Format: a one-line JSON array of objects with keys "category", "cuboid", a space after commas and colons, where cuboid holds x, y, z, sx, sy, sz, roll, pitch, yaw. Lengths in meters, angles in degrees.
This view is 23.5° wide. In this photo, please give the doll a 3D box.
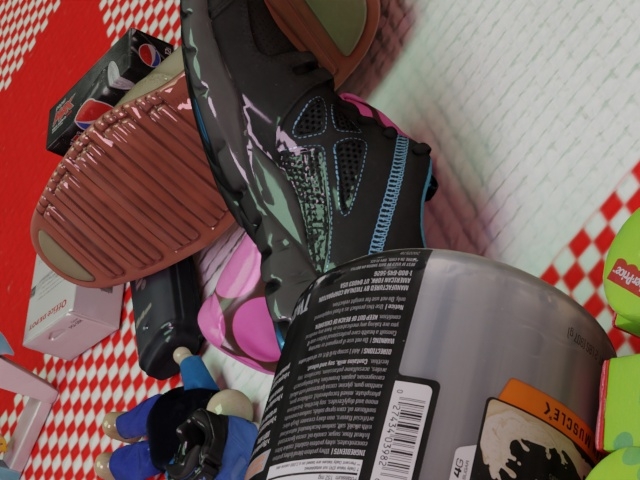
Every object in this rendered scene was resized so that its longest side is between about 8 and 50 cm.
[{"category": "doll", "cuboid": [-0.119, 0.150, 1.260, 0.189, 0.046, 0.129, -21, 54, 50]}]

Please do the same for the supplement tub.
[{"category": "supplement tub", "cuboid": [0.043, 0.179, 0.808, 0.193, 0.193, 0.316, -25, 40, 48]}]

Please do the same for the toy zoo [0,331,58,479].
[{"category": "toy zoo", "cuboid": [-0.379, 0.205, 1.480, 0.030, 0.192, 0.293, 29, 96, 59]}]

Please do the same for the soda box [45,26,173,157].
[{"category": "soda box", "cuboid": [-0.220, -0.147, 1.599, 0.169, 0.053, 0.060, -37, 42, 40]}]

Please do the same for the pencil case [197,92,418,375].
[{"category": "pencil case", "cuboid": [0.000, 0.000, 1.137, 0.209, 0.098, 0.095, -59, -13, 14]}]

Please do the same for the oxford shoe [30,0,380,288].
[{"category": "oxford shoe", "cuboid": [-0.090, -0.107, 1.314, 0.397, 0.140, 0.146, -39, 14, 22]}]

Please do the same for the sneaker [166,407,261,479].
[{"category": "sneaker", "cuboid": [-0.076, 0.194, 1.126, 0.058, 0.084, 0.152, -35, 43, 41]}]

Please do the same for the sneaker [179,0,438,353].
[{"category": "sneaker", "cuboid": [-0.001, -0.050, 1.044, 0.125, 0.139, 0.341, 88, 162, -74]}]

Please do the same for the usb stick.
[{"category": "usb stick", "cuboid": [-0.149, 0.005, 1.399, 0.077, 0.045, 0.278, -46, 37, 29]}]

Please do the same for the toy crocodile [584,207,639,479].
[{"category": "toy crocodile", "cuboid": [0.182, 0.095, 0.772, 0.105, 0.115, 0.341, -21, 52, 55]}]

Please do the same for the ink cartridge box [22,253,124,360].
[{"category": "ink cartridge box", "cuboid": [-0.236, 0.037, 1.501, 0.099, 0.056, 0.135, -32, 45, 44]}]
